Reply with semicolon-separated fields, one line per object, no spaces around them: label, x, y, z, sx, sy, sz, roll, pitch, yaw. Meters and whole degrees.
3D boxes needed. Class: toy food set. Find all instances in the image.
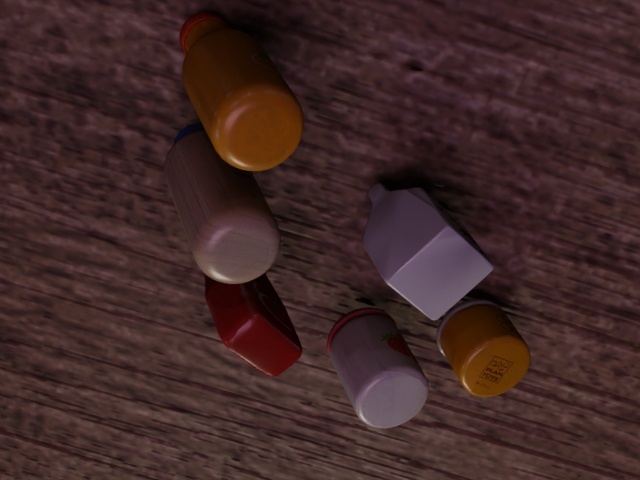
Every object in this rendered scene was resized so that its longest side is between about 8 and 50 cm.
toy food set;0.000;0.000;0.562;0.111;0.104;0.232;-43;126;11
